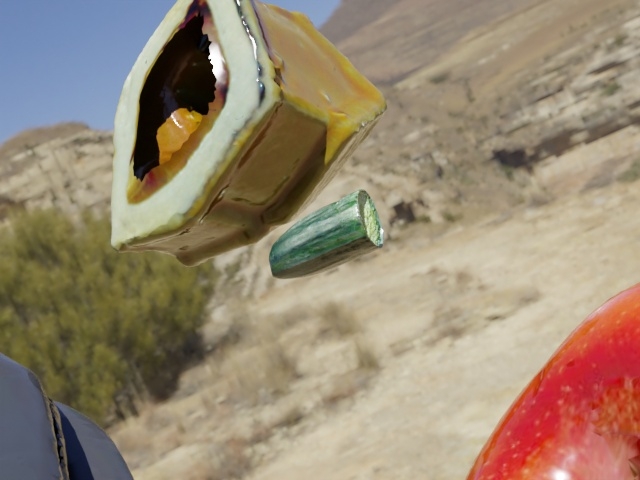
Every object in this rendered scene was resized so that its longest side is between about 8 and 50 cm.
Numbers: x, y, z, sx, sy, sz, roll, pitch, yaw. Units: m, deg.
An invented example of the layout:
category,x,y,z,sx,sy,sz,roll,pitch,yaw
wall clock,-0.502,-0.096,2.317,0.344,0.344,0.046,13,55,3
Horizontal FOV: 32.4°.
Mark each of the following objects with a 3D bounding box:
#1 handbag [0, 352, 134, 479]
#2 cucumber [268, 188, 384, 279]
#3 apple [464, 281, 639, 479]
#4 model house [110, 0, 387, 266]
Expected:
category,x,y,z,sx,sy,sz,roll,pitch,yaw
handbag,-0.161,0.180,0.262,0.342,0.152,0.288,-47,26,-16
cucumber,0.000,0.000,0.845,0.105,0.048,0.048,-25,2,31
apple,0.174,0.136,0.412,0.260,0.216,0.260,-37,31,27
model house,-0.065,-0.097,1.067,0.268,0.173,0.239,-51,-35,18
